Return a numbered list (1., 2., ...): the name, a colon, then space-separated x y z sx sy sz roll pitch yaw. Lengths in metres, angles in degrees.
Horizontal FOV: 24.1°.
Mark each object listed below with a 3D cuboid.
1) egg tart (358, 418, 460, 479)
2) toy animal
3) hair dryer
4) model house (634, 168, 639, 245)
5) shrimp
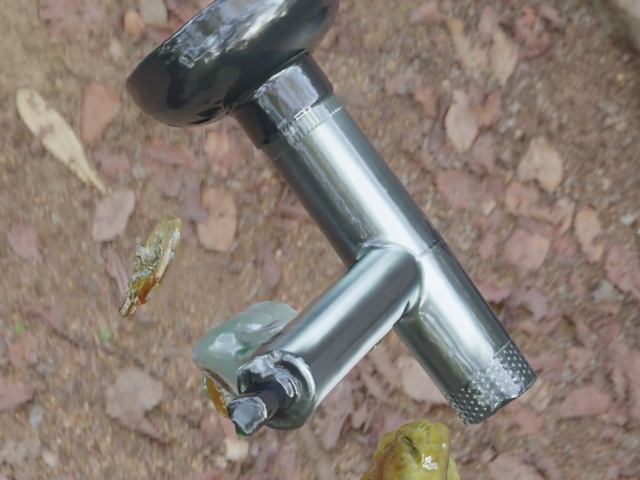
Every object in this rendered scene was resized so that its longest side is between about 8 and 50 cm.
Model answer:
1. egg tart: 0.067 0.347 1.585 0.153 0.351 0.339 34 56 -4
2. toy animal: -0.064 0.111 1.456 0.125 0.251 0.127 -21 74 -2
3. hair dryer: 0.003 -0.022 0.889 0.156 0.284 0.320 -36 82 12
4. model house: 0.414 0.002 1.310 0.176 0.181 0.248 -54 45 7
5. shrimp: -0.205 0.044 1.849 0.045 0.162 0.095 13 28 -33
